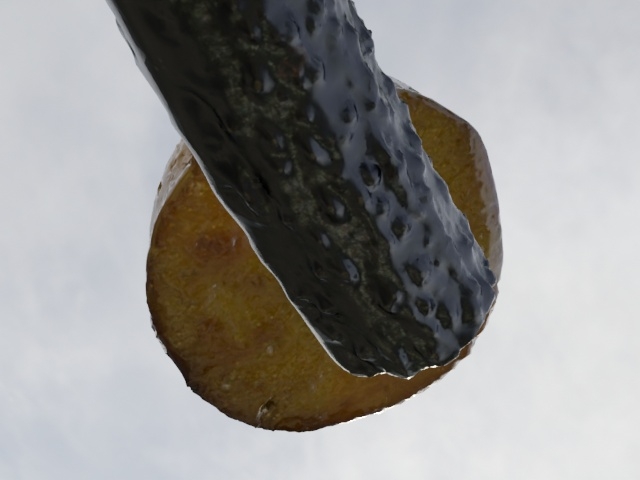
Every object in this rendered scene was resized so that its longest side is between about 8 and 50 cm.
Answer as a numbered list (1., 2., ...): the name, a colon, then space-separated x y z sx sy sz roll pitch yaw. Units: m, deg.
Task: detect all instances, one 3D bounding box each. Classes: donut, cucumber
1. donut: 0.000 0.000 1.050 0.110 0.303 0.303 -119 -171 -54
2. cucumber: -0.021 -0.065 0.410 0.072 0.072 0.300 5 -39 34
